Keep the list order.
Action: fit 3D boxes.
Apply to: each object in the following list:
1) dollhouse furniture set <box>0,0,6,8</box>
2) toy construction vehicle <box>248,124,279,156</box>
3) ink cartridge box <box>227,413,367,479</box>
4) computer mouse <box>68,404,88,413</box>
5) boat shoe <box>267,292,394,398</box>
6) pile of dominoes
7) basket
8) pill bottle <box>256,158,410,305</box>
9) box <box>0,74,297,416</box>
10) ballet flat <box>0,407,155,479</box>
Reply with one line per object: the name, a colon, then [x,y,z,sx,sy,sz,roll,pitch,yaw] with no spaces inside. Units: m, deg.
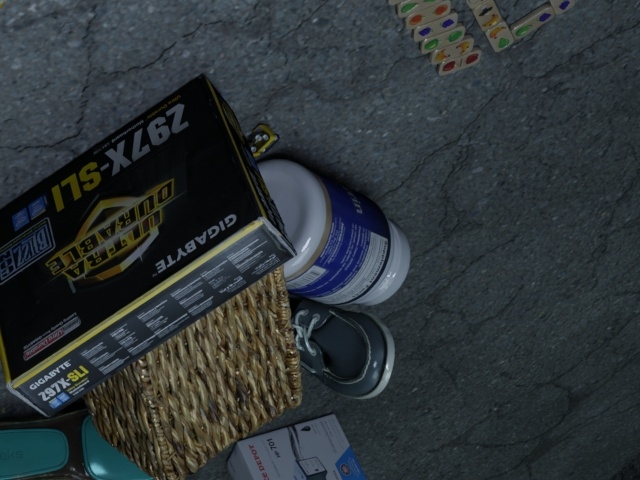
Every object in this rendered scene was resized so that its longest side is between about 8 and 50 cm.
dollhouse furniture set: [-0.314,-0.229,1.277,0.242,0.161,0.212,2,140,-44]
toy construction vehicle: [-0.109,-0.103,1.823,0.098,0.035,0.086,-43,160,30]
ink cartridge box: [-0.040,0.388,2.591,0.190,0.139,0.082,-12,149,-28]
computer mouse: [-0.302,0.214,2.165,0.071,0.041,0.242,-1,143,-43]
boat shoe: [-0.010,0.133,2.066,0.099,0.319,0.116,12,96,-29]
pile of dominoes: [0.198,-0.274,1.803,0.196,0.040,0.251,-33,152,7]
basket: [-0.178,0.101,1.862,0.223,0.213,0.299,-32,129,-28]
pill bottle: [0.000,0.000,1.961,0.153,0.153,0.264,-38,151,18]
box: [-0.207,0.000,1.652,0.322,0.257,0.079,-33,133,9]
ballet flat: [-0.352,0.295,2.154,0.348,0.123,0.123,1,141,-28]
